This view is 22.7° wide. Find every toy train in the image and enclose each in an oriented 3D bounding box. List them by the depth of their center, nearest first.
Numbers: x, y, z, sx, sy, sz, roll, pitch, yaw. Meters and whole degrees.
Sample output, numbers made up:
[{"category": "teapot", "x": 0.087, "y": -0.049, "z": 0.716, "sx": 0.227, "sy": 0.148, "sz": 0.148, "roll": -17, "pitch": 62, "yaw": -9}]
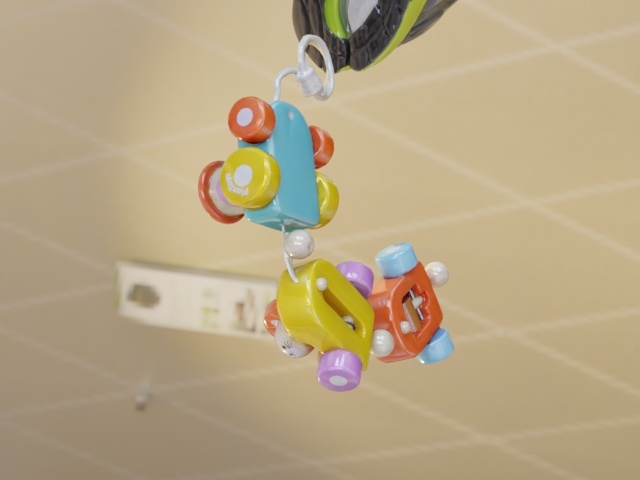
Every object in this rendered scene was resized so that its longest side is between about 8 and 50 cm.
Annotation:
[{"category": "toy train", "x": 0.000, "y": 0.000, "z": 0.707, "sx": 0.166, "sy": 0.046, "sz": 0.125, "roll": 64, "pitch": -149, "yaw": -18}]

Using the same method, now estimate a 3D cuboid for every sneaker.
[{"category": "sneaker", "x": 0.097, "y": -0.251, "z": 1.185, "sx": 0.300, "sy": 0.111, "sz": 0.121, "roll": -45, "pitch": -11, "yaw": 35}]
